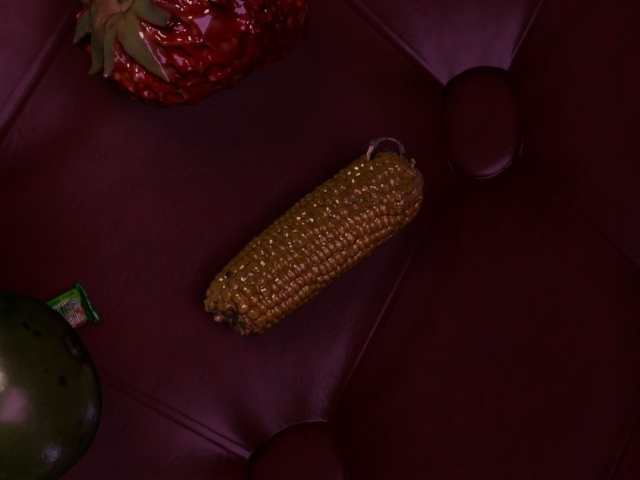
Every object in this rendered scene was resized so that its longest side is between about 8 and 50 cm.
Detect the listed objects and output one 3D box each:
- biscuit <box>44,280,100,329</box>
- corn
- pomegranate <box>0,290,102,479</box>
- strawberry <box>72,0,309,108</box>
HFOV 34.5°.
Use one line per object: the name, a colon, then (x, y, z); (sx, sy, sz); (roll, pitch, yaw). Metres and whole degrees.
biscuit: (-0.260, 0.078, 1.005); (0.089, 0.016, 0.046); (-30, 110, -28)
corn: (0.000, 0.000, 1.121); (0.293, 0.106, 0.106); (-40, 115, -24)
pomegranate: (-0.305, 0.149, 0.901); (0.225, 0.187, 0.187); (-27, 112, 2)
strawberry: (-0.105, -0.228, 0.986); (0.244, 0.205, 0.205); (-8, 99, -48)
